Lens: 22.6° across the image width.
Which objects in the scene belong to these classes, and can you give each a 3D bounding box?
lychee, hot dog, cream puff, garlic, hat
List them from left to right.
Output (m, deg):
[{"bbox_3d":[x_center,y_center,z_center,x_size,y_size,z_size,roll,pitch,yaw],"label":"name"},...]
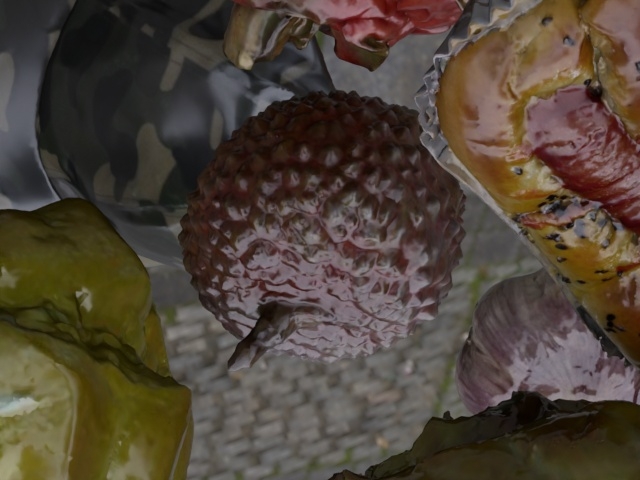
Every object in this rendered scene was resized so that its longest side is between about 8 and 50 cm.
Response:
[{"bbox_3d":[-0.208,0.174,1.048,0.378,0.275,0.378,-47,160,-23],"label":"cream puff"},{"bbox_3d":[-0.177,-0.053,1.236,0.381,0.257,0.366,-25,118,-3],"label":"hat"},{"bbox_3d":[0.000,0.000,0.922,0.165,0.197,0.165,11,143,8],"label":"lychee"},{"bbox_3d":[0.163,0.089,1.066,0.147,0.102,0.159,-3,126,6],"label":"garlic"},{"bbox_3d":[0.111,-0.024,0.537,0.108,0.059,0.191,-34,129,13],"label":"hot dog"}]

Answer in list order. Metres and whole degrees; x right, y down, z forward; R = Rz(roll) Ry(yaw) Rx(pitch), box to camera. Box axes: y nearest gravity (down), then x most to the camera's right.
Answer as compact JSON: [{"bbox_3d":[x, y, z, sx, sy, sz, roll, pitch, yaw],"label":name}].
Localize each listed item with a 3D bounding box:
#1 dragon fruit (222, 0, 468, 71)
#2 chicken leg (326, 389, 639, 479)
[{"bbox_3d":[-0.013,-0.166,0.840,0.152,0.317,0.205,-49,135,-35],"label":"dragon fruit"},{"bbox_3d":[0.180,0.193,0.541,0.201,0.429,0.152,-59,165,5],"label":"chicken leg"}]
